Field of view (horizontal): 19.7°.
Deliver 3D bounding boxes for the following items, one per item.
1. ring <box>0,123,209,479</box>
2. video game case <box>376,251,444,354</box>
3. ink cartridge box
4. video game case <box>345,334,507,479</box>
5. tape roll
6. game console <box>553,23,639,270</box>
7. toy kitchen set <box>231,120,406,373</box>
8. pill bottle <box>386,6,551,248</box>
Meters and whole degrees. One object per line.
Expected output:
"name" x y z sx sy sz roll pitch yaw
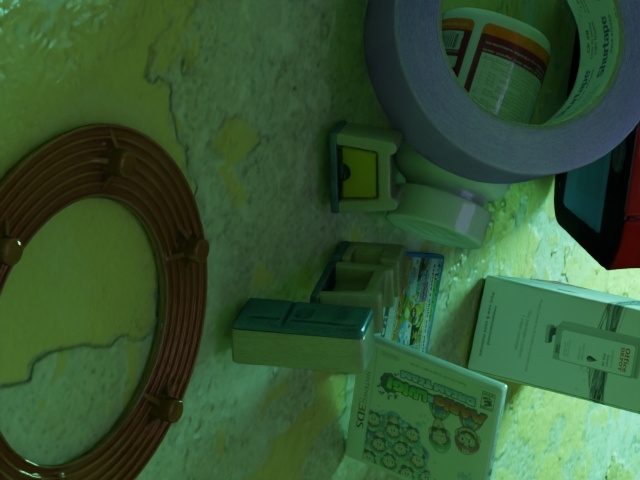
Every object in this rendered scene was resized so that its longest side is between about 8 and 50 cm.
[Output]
"ring" -0.184 0.075 1.464 0.336 0.032 0.337 -26 122 -53
"video game case" 0.075 0.070 1.904 0.166 0.015 0.119 4 96 -59
"ink cartridge box" 0.343 0.125 2.103 0.207 0.283 0.117 7 95 -59
"video game case" 0.102 0.179 1.830 0.019 0.157 0.143 -35 139 -53
"tape roll" 0.184 -0.194 1.755 0.274 0.090 0.275 2 85 -18
"game console" 0.316 -0.159 1.996 0.386 0.060 0.342 -105 -163 -80
"toy kitchen set" 0.000 0.000 1.693 0.207 0.122 0.166 -60 150 -64
"pill bottle" 0.145 -0.111 1.849 0.121 0.121 0.221 32 73 -58
